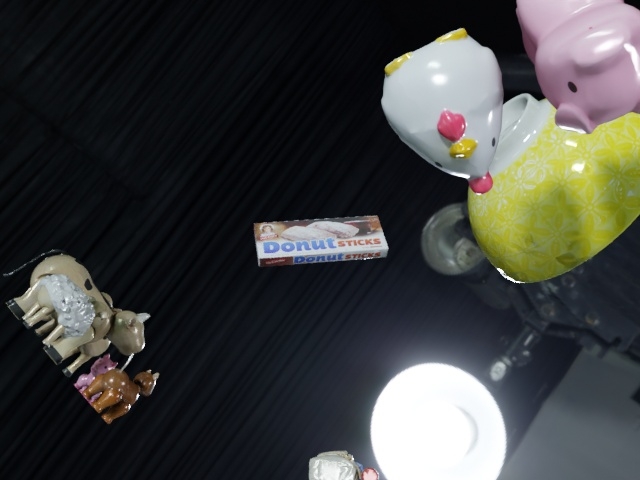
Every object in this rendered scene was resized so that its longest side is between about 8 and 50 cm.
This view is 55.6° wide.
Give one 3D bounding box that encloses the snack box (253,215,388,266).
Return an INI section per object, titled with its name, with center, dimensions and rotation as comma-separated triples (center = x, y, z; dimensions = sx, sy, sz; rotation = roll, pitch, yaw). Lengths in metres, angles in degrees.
[snack box]
center = 0.000, 0.000, 0.837
dimensions = 0.022, 0.178, 0.064
rotation = 99, -17, -49

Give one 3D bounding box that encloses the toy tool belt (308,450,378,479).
[toy tool belt]
center = 0.029, 0.275, 0.711
dimensions = 0.083, 0.052, 0.051
rotation = 0, -26, 14

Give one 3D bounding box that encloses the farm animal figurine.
[farm animal figurine]
center = -0.413, 0.153, 1.096
dimensions = 0.330, 0.172, 0.327
rotation = 16, -41, 50

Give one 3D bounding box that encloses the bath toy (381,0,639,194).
[bath toy]
center = 0.212, -0.141, 0.436
dimensions = 0.129, 0.348, 0.151
rotation = 66, 23, -3

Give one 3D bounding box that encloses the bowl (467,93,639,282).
[bowl]
center = 0.290, -0.102, 0.814
dimensions = 0.156, 0.289, 0.289
rotation = 37, -9, -11
